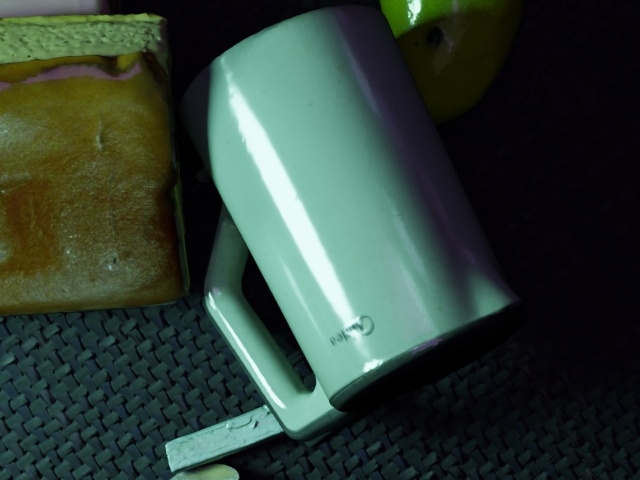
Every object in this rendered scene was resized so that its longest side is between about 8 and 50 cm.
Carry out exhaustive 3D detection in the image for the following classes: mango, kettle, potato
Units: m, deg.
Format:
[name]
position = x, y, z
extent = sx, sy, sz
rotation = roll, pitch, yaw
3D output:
[mango]
position = 0.146, -0.273, 1.493
extent = 0.175, 0.143, 0.293
rotation = 12, 95, 6
[kettle]
position = 0.000, 0.000, 1.400
extent = 0.361, 0.250, 0.376
rotation = -35, 72, 31
[potato]
position = -0.130, 0.282, 1.495
extent = 0.093, 0.036, 0.037
rotation = -8, 123, 15

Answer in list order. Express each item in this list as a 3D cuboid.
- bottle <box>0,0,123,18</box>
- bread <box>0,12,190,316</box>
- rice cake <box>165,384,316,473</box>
[bottle]
position = -0.374, -0.227, 1.457
extent = 0.297, 0.173, 0.206
rotation = -9, 108, -3
[bread]
position = -0.313, -0.076, 1.389
extent = 0.333, 0.143, 0.323
rotation = -3, 127, -1
[rice cake]
position = -0.061, 0.209, 1.493
extent = 0.245, 0.045, 0.042
rotation = -22, 78, -2
